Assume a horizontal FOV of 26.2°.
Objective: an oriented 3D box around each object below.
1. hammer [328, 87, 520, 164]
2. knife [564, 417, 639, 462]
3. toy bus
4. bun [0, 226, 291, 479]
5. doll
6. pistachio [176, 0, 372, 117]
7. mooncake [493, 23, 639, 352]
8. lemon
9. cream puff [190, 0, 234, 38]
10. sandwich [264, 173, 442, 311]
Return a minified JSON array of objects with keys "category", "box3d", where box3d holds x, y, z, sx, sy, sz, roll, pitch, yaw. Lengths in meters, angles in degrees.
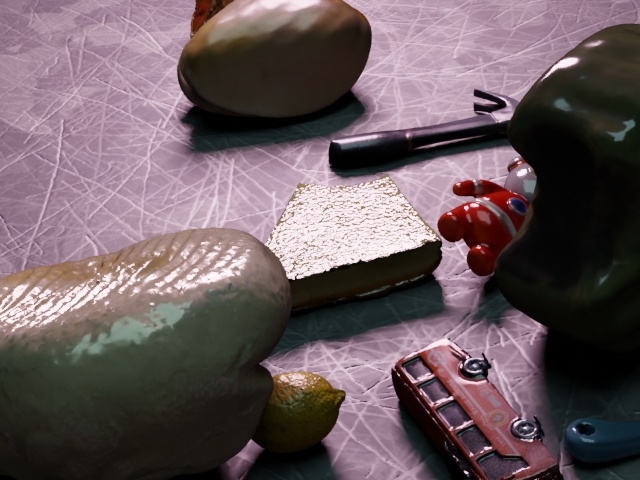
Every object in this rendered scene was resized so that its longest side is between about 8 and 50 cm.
[{"category":"hammer","box3d":[0.149,-0.148,1.891,0.290,0.037,0.137,-10,36,-10]},{"category":"knife","box3d":[0.366,0.190,1.409,0.244,0.032,0.058,-7,27,-12]},{"category":"toy bus","box3d":[0.158,0.192,1.390,0.096,0.073,0.235,-23,38,-10]},{"category":"bun","box3d":[-0.193,0.127,1.372,0.365,0.219,0.365,-13,16,4]},{"category":"doll","box3d":[0.247,-0.036,1.679,0.245,0.076,0.142,-28,74,-37]},{"category":"pistachio","box3d":[-0.065,-0.265,1.987,0.288,0.197,0.166,-22,-5,-6]},{"category":"mooncake","box3d":[0.338,-0.056,1.484,0.187,0.351,0.351,20,42,35]},{"category":"lemon","box3d":[-0.027,0.175,1.414,0.111,0.082,0.082,-13,36,-12]},{"category":"cream puff","box3d":[-0.099,-0.359,2.131,0.169,0.183,0.183,15,31,-19]},{"category":"sandwich","box3d":[0.000,0.000,1.682,0.245,0.063,0.212,-13,33,-14]}]
